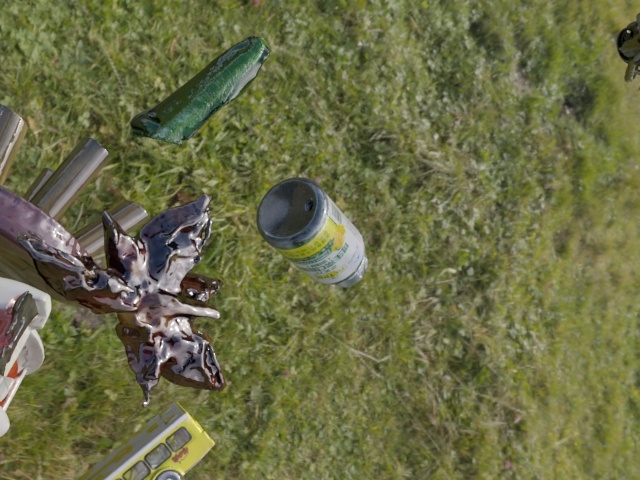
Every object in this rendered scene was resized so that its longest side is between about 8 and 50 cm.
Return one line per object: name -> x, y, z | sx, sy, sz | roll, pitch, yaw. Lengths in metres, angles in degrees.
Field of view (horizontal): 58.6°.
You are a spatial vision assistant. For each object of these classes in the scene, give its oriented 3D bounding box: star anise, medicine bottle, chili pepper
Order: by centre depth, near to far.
star anise -> -0.128, 0.036, 0.465 | 0.212, 0.054, 0.157 | 61, 39, -28
chili pepper -> -0.155, -0.194, 0.763 | 0.216, 0.108, 0.062 | -38, 110, -2
medicine bottle -> 0.000, 0.000, 1.128 | 0.293, 0.142, 0.141 | 44, 49, -57

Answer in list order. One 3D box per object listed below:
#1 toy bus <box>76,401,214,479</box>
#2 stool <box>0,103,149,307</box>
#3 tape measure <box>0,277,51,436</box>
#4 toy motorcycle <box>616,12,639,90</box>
toy bus -> -0.231, 0.289, 0.658 | 0.226, 0.081, 0.074 | -37, 104, -21
stool -> -0.402, -0.042, 0.815 | 0.272, 0.272, 0.178 | 40, 62, -24
tape measure -> -0.410, 0.111, 0.557 | 0.258, 0.265, 0.130 | 16, 48, -8
toy motorcycle -> 0.492, -0.256, 0.758 | 0.073, 0.225, 0.152 | -26, 89, -8
